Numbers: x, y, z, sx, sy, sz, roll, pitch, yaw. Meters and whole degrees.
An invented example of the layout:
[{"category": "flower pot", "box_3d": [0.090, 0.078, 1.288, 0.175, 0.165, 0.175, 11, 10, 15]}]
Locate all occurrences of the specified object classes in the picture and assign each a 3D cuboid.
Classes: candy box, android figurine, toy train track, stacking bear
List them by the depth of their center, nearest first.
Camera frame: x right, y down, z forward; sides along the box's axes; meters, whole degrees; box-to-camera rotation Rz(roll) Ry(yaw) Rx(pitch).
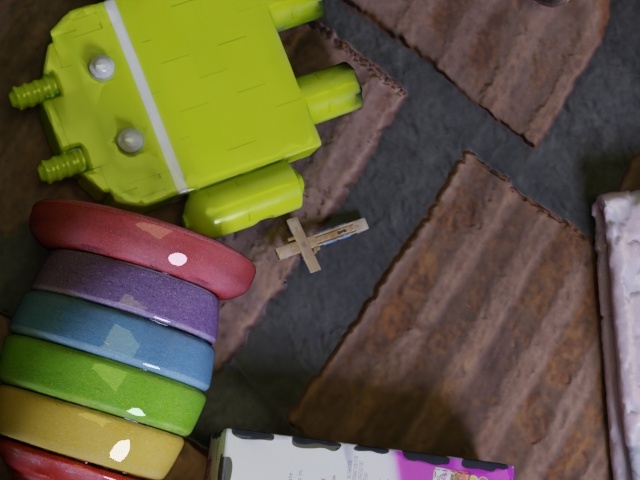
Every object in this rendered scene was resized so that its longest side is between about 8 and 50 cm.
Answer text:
[{"category": "stacking bear", "box_3d": [-0.167, 0.129, 1.206, 0.175, 0.164, 0.289, 17, 82, -5]}, {"category": "candy box", "box_3d": [0.024, 0.237, 1.276, 0.233, 0.071, 0.159, 10, 78, -14]}, {"category": "android figurine", "box_3d": [-0.108, -0.122, 1.319, 0.273, 0.056, 0.248, -18, 85, -19]}, {"category": "toy train track", "box_3d": [0.000, 0.000, 1.346, 0.083, 0.014, 0.048, -19, 78, -23]}]

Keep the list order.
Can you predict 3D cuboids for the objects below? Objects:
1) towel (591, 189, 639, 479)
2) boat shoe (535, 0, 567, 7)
[{"category": "towel", "box_3d": [0.398, 0.112, 1.411, 0.332, 0.053, 0.317, 1, 79, -16]}, {"category": "boat shoe", "box_3d": [0.170, -0.291, 1.422, 0.072, 0.068, 0.190, -34, 89, -30]}]
